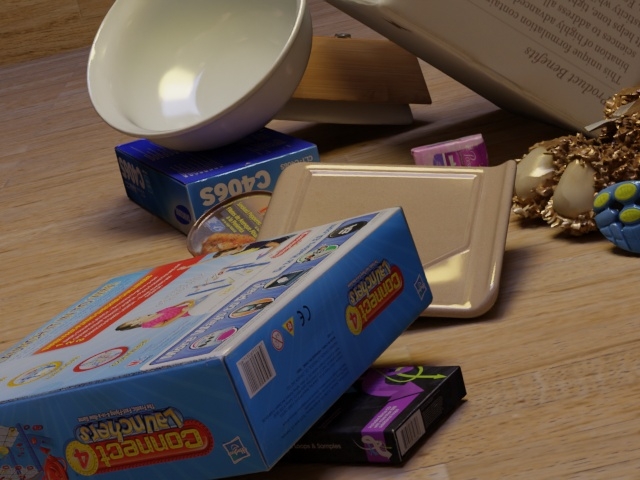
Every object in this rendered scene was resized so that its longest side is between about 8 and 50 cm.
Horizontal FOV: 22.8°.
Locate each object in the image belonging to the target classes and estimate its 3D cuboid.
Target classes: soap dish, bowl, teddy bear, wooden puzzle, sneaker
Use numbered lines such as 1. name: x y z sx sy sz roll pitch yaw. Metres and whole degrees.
1. soap dish: -0.028 -0.225 2.144 0.291 0.118 0.229 0 9 -27
2. bowl: -0.122 -0.216 1.909 0.298 0.134 0.298 -15 54 22
3. teddy bear: 0.345 -0.091 1.574 0.338 0.113 0.245 -32 16 -30
4. wooden puzzle: 0.054 0.001 1.449 0.239 0.044 0.221 -2 36 14
5. sneaker: 0.335 -0.025 1.409 0.188 0.067 0.078 -6 0 26

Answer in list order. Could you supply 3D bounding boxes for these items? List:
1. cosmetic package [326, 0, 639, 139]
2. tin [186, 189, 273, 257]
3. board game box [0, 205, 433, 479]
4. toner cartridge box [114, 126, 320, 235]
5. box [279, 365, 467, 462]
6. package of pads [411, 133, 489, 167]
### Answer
1. cosmetic package: 0.245 -0.381 1.893 0.329 0.393 0.327 28 3 -20
2. tin: -0.061 0.010 1.549 0.106 0.040 0.190 -36 33 -7
3. board game box: -0.110 0.092 1.220 0.302 0.086 0.308 -14 13 31
4. toner cartridge box: -0.129 -0.082 1.945 0.165 0.075 0.348 -19 16 -16
5. box: 0.012 0.128 1.177 0.162 0.029 0.116 -6 17 32
6. package of pads: 0.146 -0.087 1.777 0.083 0.050 0.032 -12 10 6
